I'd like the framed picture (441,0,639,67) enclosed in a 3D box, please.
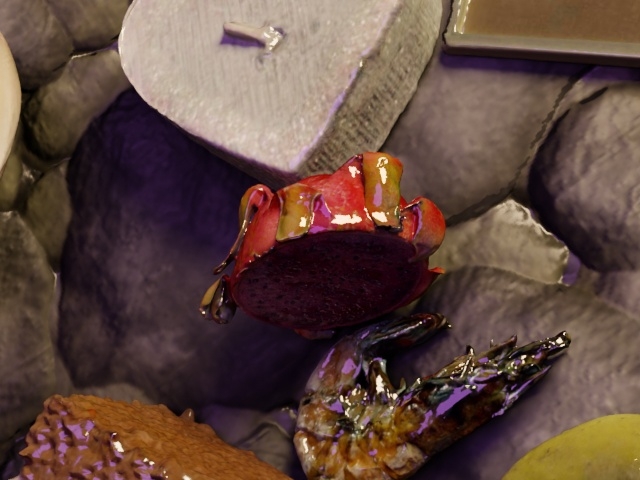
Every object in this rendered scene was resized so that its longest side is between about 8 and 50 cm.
[{"bbox_3d":[0.195,-0.233,0.864,0.213,0.016,0.289,7,77,25],"label":"framed picture"}]

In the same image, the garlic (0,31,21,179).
[{"bbox_3d":[-0.272,-0.012,0.948,0.217,0.110,0.228,-11,61,32],"label":"garlic"}]

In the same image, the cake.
[{"bbox_3d":[-0.094,0.171,0.803,0.135,0.134,0.147,26,94,27],"label":"cake"}]

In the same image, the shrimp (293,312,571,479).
[{"bbox_3d":[0.053,0.074,0.820,0.161,0.034,0.091,-29,64,13],"label":"shrimp"}]

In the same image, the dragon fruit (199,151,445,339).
[{"bbox_3d":[0.005,-0.001,0.828,0.126,0.112,0.068,-38,46,38],"label":"dragon fruit"}]

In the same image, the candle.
[{"bbox_3d":[-0.018,-0.101,0.885,0.192,0.068,0.168,-18,65,19],"label":"candle"}]

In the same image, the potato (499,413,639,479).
[{"bbox_3d":[0.171,0.147,0.721,0.188,0.085,0.105,27,88,23],"label":"potato"}]
